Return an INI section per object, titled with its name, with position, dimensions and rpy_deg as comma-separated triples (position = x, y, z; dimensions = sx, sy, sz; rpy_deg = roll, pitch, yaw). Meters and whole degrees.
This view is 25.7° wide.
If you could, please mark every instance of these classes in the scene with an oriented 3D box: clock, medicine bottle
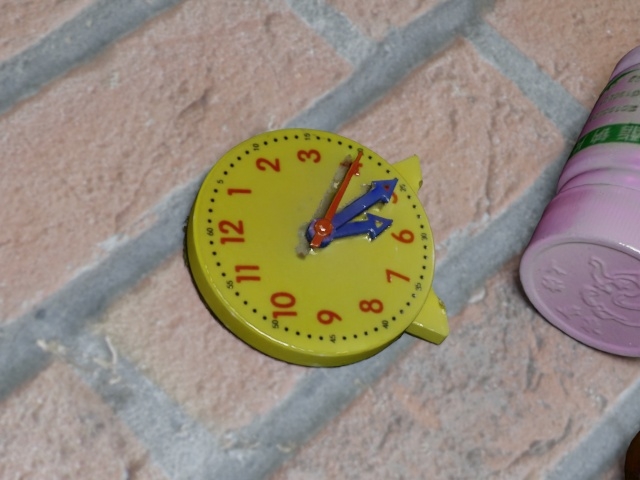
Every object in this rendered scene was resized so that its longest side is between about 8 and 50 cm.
[clock]
position = 0.000, -0.002, 1.534
dimensions = 0.293, 0.071, 0.277
rpy_deg = -6, 66, -20
[medicine bottle]
position = 0.380, -0.054, 1.600
dimensions = 0.212, 0.212, 0.325
rpy_deg = 32, 59, 1

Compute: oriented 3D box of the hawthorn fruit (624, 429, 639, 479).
[hawthorn fruit]
position = 0.475, 0.263, 1.440
dimensions = 0.300, 0.268, 0.268
rpy_deg = 6, 62, -24
